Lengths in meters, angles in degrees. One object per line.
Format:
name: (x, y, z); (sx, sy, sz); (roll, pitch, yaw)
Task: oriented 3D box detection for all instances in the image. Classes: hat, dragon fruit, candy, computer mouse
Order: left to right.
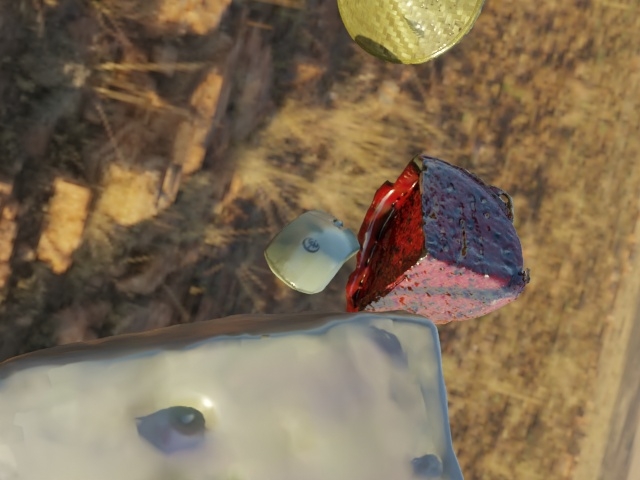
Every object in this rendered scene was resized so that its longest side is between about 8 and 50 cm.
candy: (-0.055, 0.101, 0.421); (0.195, 0.184, 0.137); (159, -78, -70)
computer mouse: (0.000, 0.000, 0.867); (0.032, 0.056, 0.110); (-54, 173, 34)
hat: (0.062, -0.222, 0.925); (0.067, 0.146, 0.146); (-4, 108, -61)
dragon fruit: (0.105, 0.015, 1.057); (0.161, 0.127, 0.121); (-43, -150, 45)
